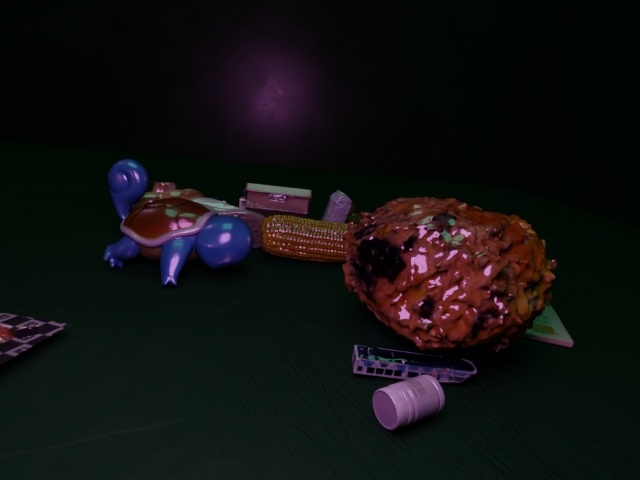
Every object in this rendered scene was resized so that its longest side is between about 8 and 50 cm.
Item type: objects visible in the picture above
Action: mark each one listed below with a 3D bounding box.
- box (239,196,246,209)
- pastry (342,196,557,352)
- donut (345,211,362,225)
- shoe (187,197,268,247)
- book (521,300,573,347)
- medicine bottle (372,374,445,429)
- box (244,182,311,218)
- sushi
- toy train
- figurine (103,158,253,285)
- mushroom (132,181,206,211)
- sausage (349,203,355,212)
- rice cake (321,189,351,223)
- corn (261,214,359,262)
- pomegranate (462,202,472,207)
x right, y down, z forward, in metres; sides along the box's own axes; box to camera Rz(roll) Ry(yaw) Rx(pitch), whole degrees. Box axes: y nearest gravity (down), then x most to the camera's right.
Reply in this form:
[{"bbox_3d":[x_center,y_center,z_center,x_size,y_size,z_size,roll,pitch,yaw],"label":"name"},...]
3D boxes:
[{"bbox_3d":[-0.245,-0.114,1.530,0.125,0.089,0.043,5,17,-7],"label":"box"},{"bbox_3d":[0.233,0.065,0.785,0.406,0.291,0.337,15,13,20],"label":"pastry"},{"bbox_3d":[0.163,-0.027,1.384,0.273,0.107,0.272,9,13,-2],"label":"donut"},{"bbox_3d":[-0.305,-0.067,1.253,0.317,0.124,0.159,13,17,-17],"label":"shoe"},{"bbox_3d":[0.472,0.163,1.004,0.208,0.020,0.295,11,18,14],"label":"book"},{"bbox_3d":[0.129,0.234,0.588,0.091,0.058,0.058,-4,20,-30],"label":"medicine bottle"},{"bbox_3d":[-0.147,-0.101,1.360,0.216,0.085,0.215,6,-20,-5],"label":"box"},{"bbox_3d":[-0.514,0.173,0.613,0.140,0.031,0.201,8,14,7],"label":"sushi"},{"bbox_3d":[0.160,0.213,0.687,0.208,0.047,0.043,6,18,-2],"label":"toy train"},{"bbox_3d":[-0.383,-0.022,1.048,0.417,0.242,0.298,29,11,4],"label":"figurine"},{"bbox_3d":[-0.525,-0.125,1.349,0.279,0.145,0.278,-4,7,0],"label":"mushroom"},{"bbox_3d":[0.085,-0.123,1.704,0.077,0.076,0.198,15,20,25],"label":"sausage"},{"bbox_3d":[0.037,-0.055,1.274,0.064,0.206,0.069,13,17,-28],"label":"rice cake"},{"bbox_3d":[0.000,0.000,1.178,0.346,0.130,0.131,5,17,-6],"label":"corn"},{"bbox_3d":[0.405,-0.020,1.288,0.211,0.209,0.235,3,-8,-11],"label":"pomegranate"}]
